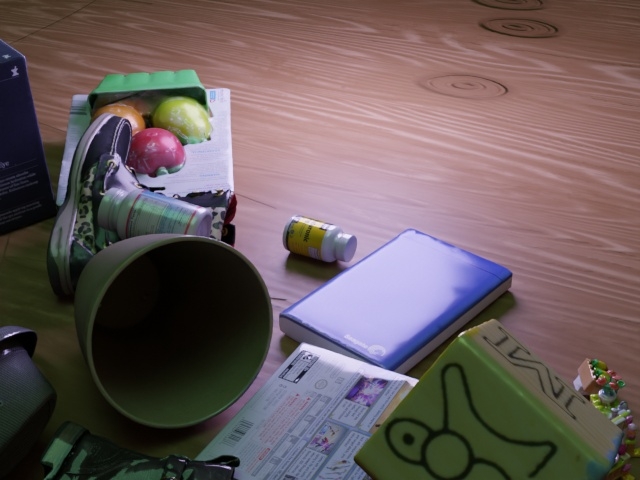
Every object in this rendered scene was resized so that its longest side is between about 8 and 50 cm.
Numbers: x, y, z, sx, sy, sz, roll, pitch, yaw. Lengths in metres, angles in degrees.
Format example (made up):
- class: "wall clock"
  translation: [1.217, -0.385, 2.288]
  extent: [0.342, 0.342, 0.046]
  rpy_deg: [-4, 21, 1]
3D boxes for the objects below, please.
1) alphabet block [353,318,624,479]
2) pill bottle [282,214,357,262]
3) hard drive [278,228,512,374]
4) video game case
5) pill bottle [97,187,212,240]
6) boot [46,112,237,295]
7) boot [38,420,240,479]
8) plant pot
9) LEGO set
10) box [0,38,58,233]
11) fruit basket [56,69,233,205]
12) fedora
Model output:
- class: "alphabet block"
  translation: [0.187, 0.223, 1.066]
  extent: [0.197, 0.192, 0.193]
  rpy_deg: [43, 13, 15]
- class: "pill bottle"
  translation: [0.000, 0.000, 1.649]
  extent: [0.116, 0.065, 0.065]
  rpy_deg: [16, 36, 25]
- class: "hard drive"
  translation: [0.121, 0.092, 1.519]
  extent: [0.210, 0.040, 0.318]
  rpy_deg: [25, 41, 35]
- class: "video game case"
  translation: [0.015, 0.257, 1.245]
  extent: [0.244, 0.061, 0.269]
  rpy_deg: [15, 36, 27]
- class: "pill bottle"
  translation: [-0.254, -0.028, 1.500]
  extent: [0.160, 0.087, 0.087]
  rpy_deg: [17, 36, 11]
- class: "boot"
  translation: [-0.283, -0.062, 1.657]
  extent: [0.284, 0.138, 0.377]
  rpy_deg: [3, 47, 4]
- class: "boot"
  translation: [-0.224, 0.332, 1.090]
  extent: [0.229, 0.091, 0.263]
  rpy_deg: [18, 61, 5]
- class: "plant pot"
  translation: [-0.242, 0.097, 1.378]
  extent: [0.256, 0.257, 0.274]
  rpy_deg: [-19, 19, -26]
- class: "LEGO set"
  translation: [0.346, 0.225, 1.236]
  extent: [0.132, 0.107, 0.287]
  rpy_deg: [19, 38, 29]
- class: "box"
  translation: [-0.672, -0.157, 1.700]
  extent: [0.343, 0.313, 0.179]
  rpy_deg: [-23, 38, -30]
- class: "fruit basket"
  translation: [-0.334, -0.184, 1.916]
  extent: [0.327, 0.165, 0.353]
  rpy_deg: [-5, 48, -4]
- class: "fedora"
  translation: [-0.432, 0.235, 1.206]
  extent: [0.124, 0.244, 0.275]
  rpy_deg: [43, 57, 8]
